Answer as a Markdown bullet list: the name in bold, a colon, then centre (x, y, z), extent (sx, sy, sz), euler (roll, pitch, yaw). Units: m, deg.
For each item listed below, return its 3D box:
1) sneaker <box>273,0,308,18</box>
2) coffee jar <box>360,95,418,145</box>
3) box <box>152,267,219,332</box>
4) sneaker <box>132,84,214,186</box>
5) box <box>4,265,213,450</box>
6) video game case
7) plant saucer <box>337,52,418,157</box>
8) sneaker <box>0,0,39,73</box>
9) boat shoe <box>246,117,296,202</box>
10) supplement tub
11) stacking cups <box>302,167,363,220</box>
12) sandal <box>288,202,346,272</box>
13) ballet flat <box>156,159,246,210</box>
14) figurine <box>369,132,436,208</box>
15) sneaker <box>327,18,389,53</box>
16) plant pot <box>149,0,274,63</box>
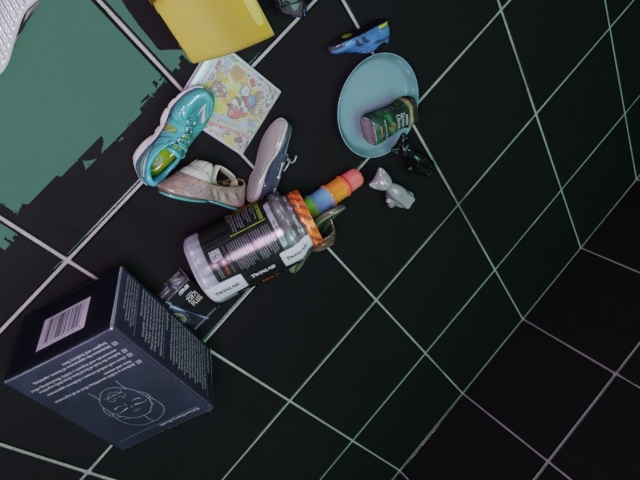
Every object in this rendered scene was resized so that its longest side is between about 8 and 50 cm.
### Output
- **sneaker**: centre (-0.028, -0.638, 1.329), extent (0.216, 0.079, 0.121), euler (-17, 125, -19)
- **coffee jar**: centre (0.215, -0.370, 1.579), extent (0.184, 0.079, 0.096), euler (-31, 128, -20)
- **box**: centre (-0.405, 0.196, 1.467), extent (0.180, 0.077, 0.147), euler (-45, 130, -9)
- **sneaker**: centre (-0.341, -0.244, 1.249), extent (0.107, 0.110, 0.275), euler (30, 102, -43)
- **box**: centre (-0.500, 0.308, 1.301), extent (0.293, 0.212, 0.395), euler (-26, 130, 8)
- **video game case**: centre (-0.237, -0.364, 1.341), extent (0.227, 0.026, 0.206), euler (30, 93, -42)
- **plant saucer**: centre (0.173, -0.417, 1.605), extent (0.317, 0.043, 0.318), euler (-16, 120, -29)
- **sneaker**: centre (-0.593, -0.463, 0.961), extent (0.126, 0.127, 0.321), euler (28, 93, -44)
- **boat shoe**: centre (-0.130, -0.215, 1.449), extent (0.079, 0.095, 0.255), euler (10, 108, -37)
- **supplement tub**: centre (-0.177, 0.008, 1.400), extent (0.337, 0.207, 0.207), euler (-27, 128, 0)
- **stacking cups**: centre (-0.005, -0.125, 1.599), extent (0.316, 0.096, 0.096), euler (-39, 130, -19)
- **sandal**: centre (0.000, 0.000, 1.591), extent (0.120, 0.086, 0.303), euler (-31, 159, -53)
- **ballet flat**: centre (-0.293, -0.148, 1.319), extent (0.316, 0.107, 0.106), euler (6, 104, -68)
- **figurine**: centre (0.263, -0.225, 1.716), extent (0.215, 0.092, 0.209), euler (-57, 141, 2)
- **sneaker**: centre (0.115, -0.559, 1.473), extent (0.209, 0.069, 0.082), euler (-30, 131, -21)
- **plant pot**: centre (-0.258, -0.518, 1.143), extent (0.187, 0.212, 0.212), euler (-34, 130, -1)
